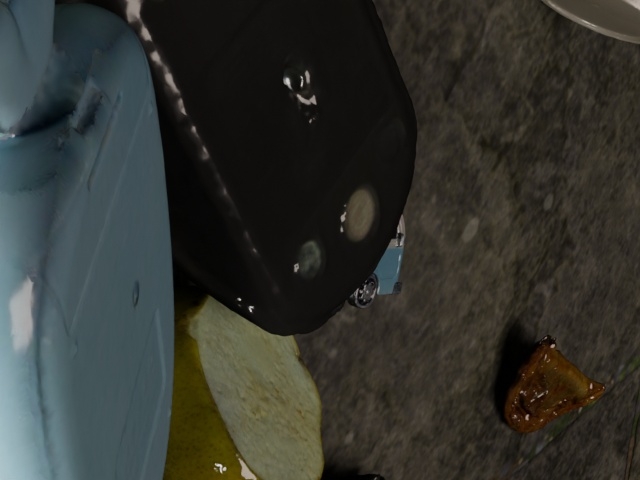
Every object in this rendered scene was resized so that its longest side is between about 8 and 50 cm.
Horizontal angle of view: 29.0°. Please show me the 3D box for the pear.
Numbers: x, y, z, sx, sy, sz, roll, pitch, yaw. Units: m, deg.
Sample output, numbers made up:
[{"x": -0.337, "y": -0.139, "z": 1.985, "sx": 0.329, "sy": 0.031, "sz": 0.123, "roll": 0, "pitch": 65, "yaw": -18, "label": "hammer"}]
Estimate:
[{"x": -0.069, "y": 0.095, "z": 0.676, "sx": 0.104, "sy": 0.141, "sz": 0.141, "roll": -30, "pitch": 155, "yaw": 25, "label": "pear"}]

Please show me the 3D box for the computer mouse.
[{"x": -0.047, "y": -0.081, "z": 0.616, "sx": 0.170, "sy": 0.100, "sz": 0.269, "roll": -56, "pitch": 138, "yaw": -34, "label": "computer mouse"}]

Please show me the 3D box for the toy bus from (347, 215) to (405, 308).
[{"x": 0.000, "y": 0.000, "z": 0.763, "sx": 0.123, "sy": 0.060, "sz": 0.075, "roll": -2, "pitch": 107, "yaw": -50, "label": "toy bus"}]

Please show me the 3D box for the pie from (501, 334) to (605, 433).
[{"x": 0.202, "y": 0.137, "z": 1.129, "sx": 0.088, "sy": 0.033, "sz": 0.191, "roll": -49, "pitch": 146, "yaw": 2, "label": "pie"}]

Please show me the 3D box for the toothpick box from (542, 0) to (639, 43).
[{"x": 0.235, "y": -0.244, "z": 0.881, "sx": 0.111, "sy": 0.111, "sz": 0.181, "roll": 27, "pitch": 88, "yaw": -55, "label": "toothpick box"}]

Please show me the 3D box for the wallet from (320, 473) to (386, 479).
[{"x": -0.059, "y": 0.339, "z": 0.892, "sx": 0.197, "sy": 0.051, "sz": 0.377, "roll": 9, "pitch": 101, "yaw": -52, "label": "wallet"}]

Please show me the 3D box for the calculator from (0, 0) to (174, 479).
[{"x": -0.093, "y": 0.022, "z": 0.473, "sx": 0.188, "sy": 0.042, "sz": 0.303, "roll": -81, "pitch": 174, "yaw": -45, "label": "calculator"}]
